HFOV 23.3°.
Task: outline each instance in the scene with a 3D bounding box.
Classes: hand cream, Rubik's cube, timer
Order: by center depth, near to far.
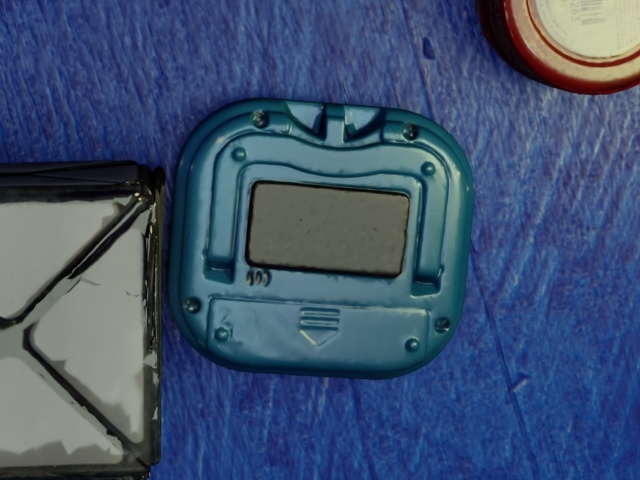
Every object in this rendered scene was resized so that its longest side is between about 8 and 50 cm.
[{"bbox_3d":[-0.313,0.078,1.629,0.310,0.307,0.305,-2,98,-6],"label":"Rubik's cube"},{"bbox_3d":[0.289,-0.272,1.701,0.230,0.149,0.230,0,99,-3],"label":"hand cream"},{"bbox_3d":[0.000,0.000,1.740,0.340,0.115,0.308,4,97,-7],"label":"timer"}]
